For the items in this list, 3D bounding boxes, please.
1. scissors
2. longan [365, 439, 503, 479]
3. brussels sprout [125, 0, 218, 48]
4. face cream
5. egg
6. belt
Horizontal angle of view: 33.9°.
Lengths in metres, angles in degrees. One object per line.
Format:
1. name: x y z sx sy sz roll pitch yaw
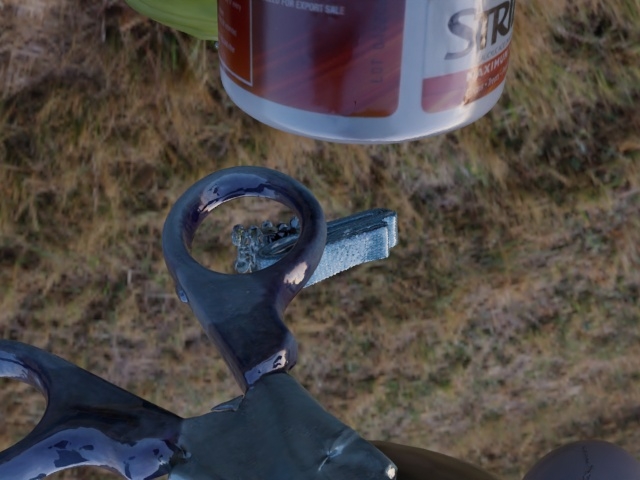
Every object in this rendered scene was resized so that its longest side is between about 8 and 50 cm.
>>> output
1. scissors: -0.008 0.094 0.434 0.256 0.383 0.029 -36 136 -27
2. longan: 0.039 0.277 0.622 0.288 0.288 0.350 5 140 -11
3. brussels sprout: -0.030 -0.386 0.917 0.342 0.425 0.361 16 172 -9
4. face cream: 0.031 -0.185 0.695 0.201 0.201 0.187 -1 122 -5
5. egg: 0.266 0.301 1.086 0.146 0.198 0.146 24 162 9
6. belt: 0.001 0.004 1.175 0.179 0.100 0.065 -16 117 -25
